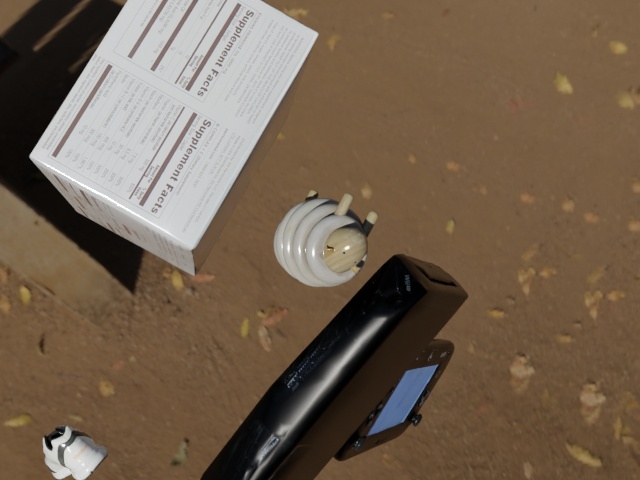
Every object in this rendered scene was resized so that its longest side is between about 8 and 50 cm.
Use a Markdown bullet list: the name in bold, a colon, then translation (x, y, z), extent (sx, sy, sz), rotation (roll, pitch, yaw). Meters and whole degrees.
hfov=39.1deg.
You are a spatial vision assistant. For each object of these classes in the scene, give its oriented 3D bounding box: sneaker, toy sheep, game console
- **sneaker**: translation (-0.208, 0.169, 0.738), extent (0.040, 0.044, 0.109), rotation (-50, 13, -30)
- **toy sheep**: translation (0.000, 0.000, 0.836), extent (0.091, 0.091, 0.132), rotation (-55, 26, -15)
- **game console**: translation (0.044, 0.111, 0.679), extent (0.044, 0.361, 0.213), rotation (42, 100, 18)

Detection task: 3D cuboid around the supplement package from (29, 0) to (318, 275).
- **supplement package**: translation (-0.125, -0.098, 0.814), extent (0.145, 0.262, 0.204), rotation (30, 80, -4)
